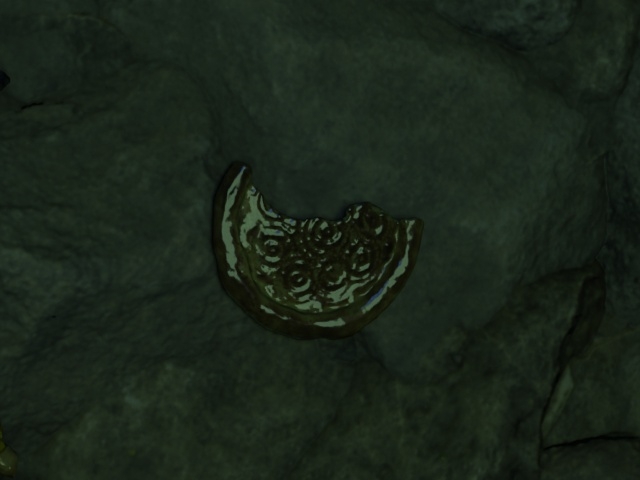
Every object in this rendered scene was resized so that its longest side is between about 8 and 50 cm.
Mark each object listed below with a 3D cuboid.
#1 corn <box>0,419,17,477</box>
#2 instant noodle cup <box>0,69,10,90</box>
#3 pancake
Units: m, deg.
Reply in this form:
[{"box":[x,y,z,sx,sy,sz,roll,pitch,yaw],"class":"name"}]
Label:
[{"box":[-0.362,0.140,1.419,0.262,0.097,0.097,21,90,-20],"class":"corn"},{"box":[-0.345,-0.029,1.349,0.217,0.217,0.207,-2,104,-19],"class":"instant noodle cup"},{"box":[0.000,0.000,1.566,0.190,0.020,0.184,-22,103,-16],"class":"pancake"}]
